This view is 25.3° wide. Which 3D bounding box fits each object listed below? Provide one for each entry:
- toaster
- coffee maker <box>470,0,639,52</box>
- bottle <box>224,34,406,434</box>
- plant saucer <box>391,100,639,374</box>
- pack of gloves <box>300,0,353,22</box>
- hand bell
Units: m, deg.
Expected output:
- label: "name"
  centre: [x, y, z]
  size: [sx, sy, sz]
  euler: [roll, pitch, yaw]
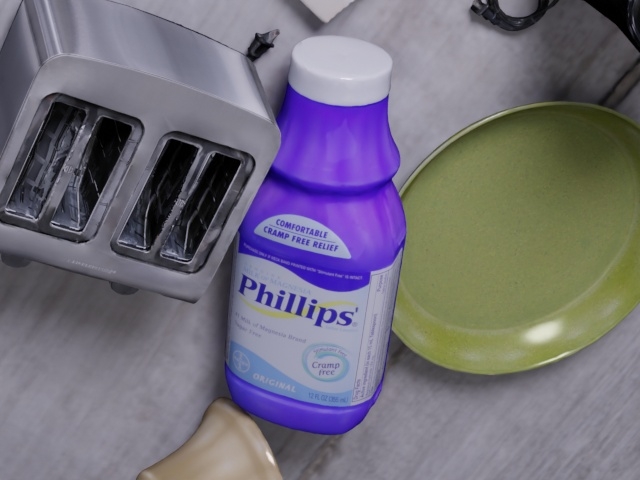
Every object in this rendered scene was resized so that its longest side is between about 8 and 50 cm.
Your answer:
- label: "toaster"
  centre: [-0.127, -0.062, 0.907]
  size: [0.168, 0.110, 0.185]
  euler: [17, 116, -27]
- label: "coffee maker"
  centre: [0.205, -0.165, 0.899]
  size: [0.120, 0.178, 0.171]
  euler: [17, 116, -26]
- label: "bottle"
  centre: [0.000, 0.000, 0.987]
  size: [0.118, 0.092, 0.282]
  euler: [16, 123, 12]
- label: "plant saucer"
  centre: [0.152, -0.005, 1.076]
  size: [0.241, 0.037, 0.241]
  euler: [-7, 124, -11]
- label: "pack of gloves"
  centre: [-0.009, -0.270, 0.860]
  size: [0.195, 0.046, 0.232]
  euler: [-39, 123, 24]
- label: "hand bell"
  centre: [-0.156, 0.212, 1.031]
  size: [0.242, 0.126, 0.126]
  euler: [-19, 128, -26]
